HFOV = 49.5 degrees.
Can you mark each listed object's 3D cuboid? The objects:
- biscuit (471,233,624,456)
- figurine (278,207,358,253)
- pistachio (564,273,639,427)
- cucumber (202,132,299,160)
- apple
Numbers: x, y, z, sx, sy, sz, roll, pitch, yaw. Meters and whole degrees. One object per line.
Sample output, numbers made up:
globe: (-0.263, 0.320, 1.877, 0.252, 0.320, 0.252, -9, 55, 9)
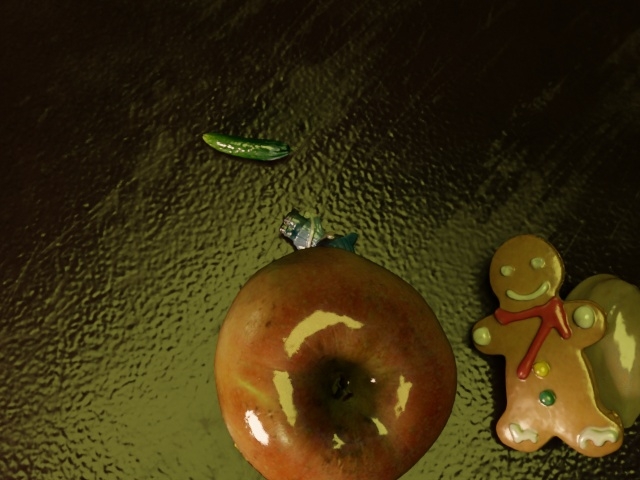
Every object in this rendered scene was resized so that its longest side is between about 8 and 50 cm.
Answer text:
biscuit: (0.331, 0.157, 1.067, 0.216, 0.047, 0.340, -10, 82, 33)
figurine: (-0.003, 0.003, 1.135, 0.136, 0.079, 0.077, 29, 117, 0)
pistachio: (0.456, 0.170, 1.088, 0.153, 0.138, 0.238, -12, 81, 20)
cucumber: (-0.121, -0.159, 1.189, 0.168, 0.039, 0.039, 9, 75, 2)
apple: (0.008, 0.181, 0.982, 0.338, 0.305, 0.339, 1, 87, -12)
